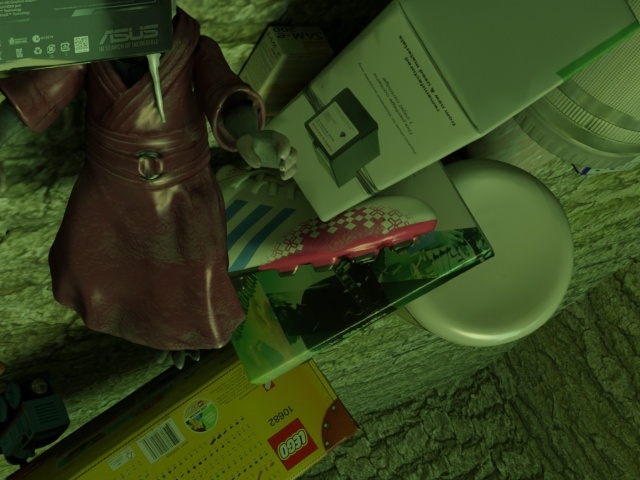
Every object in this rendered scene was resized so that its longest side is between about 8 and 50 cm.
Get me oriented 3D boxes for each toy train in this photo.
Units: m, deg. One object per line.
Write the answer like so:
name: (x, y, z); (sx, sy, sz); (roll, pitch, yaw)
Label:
toy train: (-0.462, 0.285, 1.312); (0.080, 0.105, 0.184); (-5, 151, -45)

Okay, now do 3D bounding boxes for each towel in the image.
towel: (0.348, -0.199, 1.210); (0.332, 0.053, 0.317); (-29, 159, 6)

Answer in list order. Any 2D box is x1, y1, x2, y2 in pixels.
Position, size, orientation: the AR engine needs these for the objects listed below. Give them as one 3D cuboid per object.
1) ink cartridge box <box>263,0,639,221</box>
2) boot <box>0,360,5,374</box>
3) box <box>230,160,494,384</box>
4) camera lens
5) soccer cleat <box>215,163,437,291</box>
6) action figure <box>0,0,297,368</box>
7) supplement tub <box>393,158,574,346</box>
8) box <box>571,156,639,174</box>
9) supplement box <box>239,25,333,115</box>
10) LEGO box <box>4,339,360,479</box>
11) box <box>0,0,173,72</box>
ink cartridge box: (0.102, -0.144, 0.765); (0.211, 0.121, 0.289); (-34, -177, -26)
boot: (-0.468, 0.166, 0.996); (0.264, 0.096, 0.280); (-28, 164, 10)
box: (0.009, -0.004, 1.004); (0.322, 0.232, 0.058); (-31, 162, 11)
camera lens: (0.336, -0.230, 0.872); (0.219, 0.219, 0.274); (-16, 157, -27)
soccer cleat: (-0.043, -0.027, 0.926); (0.331, 0.143, 0.116); (-13, 177, 15)
action figure: (-0.132, -0.082, 0.711); (0.248, 0.275, 0.370); (10, 125, 2)
supplement tub: (0.187, 0.017, 1.174); (0.235, 0.235, 0.325); (-25, -179, -5)
box: (0.356, -0.157, 1.070); (0.137, 0.126, 0.072); (-8, 153, -42)
supplement box: (-0.040, -0.166, 0.831); (0.062, 0.036, 0.098); (-11, 156, -38)
LEGO box: (-0.235, 0.331, 1.282); (0.500, 0.193, 0.372); (-34, -175, -13)
box: (-0.198, -0.183, 0.452); (0.233, 0.059, 0.183); (-16, 128, -28)
